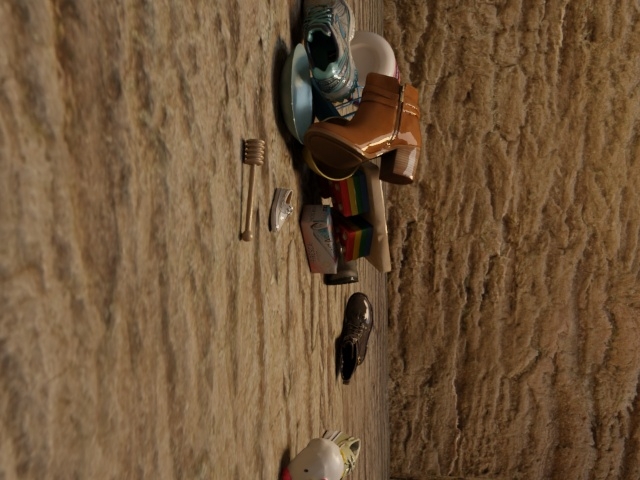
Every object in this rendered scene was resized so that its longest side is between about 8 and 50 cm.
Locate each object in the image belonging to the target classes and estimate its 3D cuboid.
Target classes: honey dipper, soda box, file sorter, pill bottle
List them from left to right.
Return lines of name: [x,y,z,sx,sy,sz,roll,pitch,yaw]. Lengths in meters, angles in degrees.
honey dipper: [-0.107,-0.078,1.043,0.030,0.031,0.160,34,58,-78]
soda box: [0.000,0.000,1.531,0.183,0.063,0.058,78,15,-49]
file sorter: [0.059,-0.301,1.548,0.118,0.105,0.170,79,-14,-49]
pill bottle: [0.134,-0.476,1.921,0.323,0.182,0.181,-16,106,-79]

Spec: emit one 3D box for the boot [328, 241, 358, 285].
boot: [0.057,0.036,1.856,0.246,0.084,0.161,-38,121,-84]

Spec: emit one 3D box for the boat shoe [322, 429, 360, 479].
boat shoe: [0.042,0.550,1.685,0.302,0.094,0.109,-32,122,-78]

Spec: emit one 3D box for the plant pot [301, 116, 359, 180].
plant pot: [0.011,-0.198,1.447,0.095,0.134,0.134,10,-77,57]

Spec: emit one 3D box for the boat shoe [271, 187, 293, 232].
boat shoe: [-0.069,-0.057,1.232,0.035,0.035,0.100,79,15,-48]

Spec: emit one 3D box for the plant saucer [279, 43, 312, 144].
plant saucer: [-0.052,-0.286,1.314,0.195,0.038,0.194,0,90,-80]

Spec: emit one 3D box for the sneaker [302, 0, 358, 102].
sneaker: [0.013,-0.441,1.418,0.122,0.110,0.282,31,44,-63]

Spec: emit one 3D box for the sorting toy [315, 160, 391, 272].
sorting toy: [0.063,-0.074,1.584,0.257,0.090,0.255,-134,-148,-62]

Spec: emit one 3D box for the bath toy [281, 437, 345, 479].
bath toy: [-0.012,0.571,1.351,0.151,0.129,0.347,23,-61,52]

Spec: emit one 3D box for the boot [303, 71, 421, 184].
boot: [0.098,-0.255,1.381,0.109,0.284,0.220,-20,-120,60]

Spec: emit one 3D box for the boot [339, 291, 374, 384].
boot: [0.106,0.293,2.043,0.229,0.091,0.262,8,84,-80]
